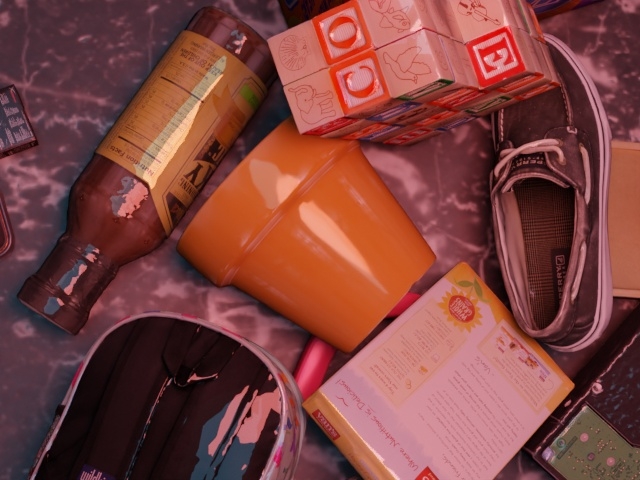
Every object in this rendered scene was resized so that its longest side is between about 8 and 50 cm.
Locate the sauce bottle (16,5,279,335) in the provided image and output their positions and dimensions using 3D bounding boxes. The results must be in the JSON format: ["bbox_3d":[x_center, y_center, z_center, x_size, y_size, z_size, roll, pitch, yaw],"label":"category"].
[{"bbox_3d":[-0.172,-0.066,1.200,0.111,0.111,0.344,35,83,-3],"label":"sauce bottle"}]

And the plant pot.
[{"bbox_3d":[0.000,0.000,1.158,0.188,0.205,0.205,43,80,3],"label":"plant pot"}]

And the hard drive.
[{"bbox_3d":[0.399,0.164,1.249,0.237,0.064,0.339,41,86,-7],"label":"hard drive"}]

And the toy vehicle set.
[{"bbox_3d":[0.385,-0.017,1.302,0.266,0.035,0.166,4,84,-7],"label":"toy vehicle set"}]

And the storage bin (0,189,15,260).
[{"bbox_3d":[-0.372,-0.005,1.174,0.135,0.091,0.098,-16,86,-8],"label":"storage bin"}]

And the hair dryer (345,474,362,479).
[{"bbox_3d":[0.001,0.362,1.177,0.293,0.080,0.224,-28,91,4],"label":"hair dryer"}]

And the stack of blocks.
[{"bbox_3d":[0.096,-0.158,1.090,0.171,0.297,0.087,-21,85,22],"label":"stack of blocks"}]

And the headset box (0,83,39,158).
[{"bbox_3d":[-0.334,-0.112,1.220,0.083,0.032,0.062,-23,87,-8],"label":"headset box"}]

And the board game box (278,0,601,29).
[{"bbox_3d":[0.117,-0.397,1.144,0.356,0.356,0.356,-18,86,-9],"label":"board game box"}]

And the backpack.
[{"bbox_3d":[-0.131,0.198,1.121,0.225,0.191,0.254,19,87,15],"label":"backpack"}]

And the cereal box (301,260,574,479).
[{"bbox_3d":[0.117,0.148,1.162,0.173,0.047,0.240,50,53,4],"label":"cereal box"}]

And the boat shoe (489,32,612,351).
[{"bbox_3d":[0.230,-0.058,1.218,0.121,0.119,0.335,-14,77,26],"label":"boat shoe"}]

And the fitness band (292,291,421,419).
[{"bbox_3d":[0.061,0.194,1.233,0.209,0.054,0.291,22,81,-2],"label":"fitness band"}]
